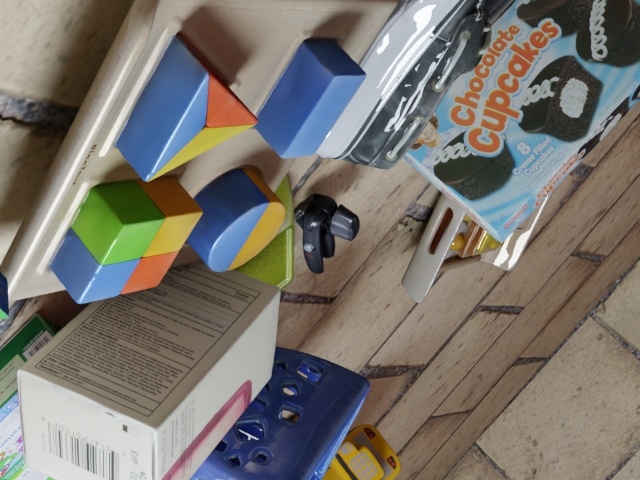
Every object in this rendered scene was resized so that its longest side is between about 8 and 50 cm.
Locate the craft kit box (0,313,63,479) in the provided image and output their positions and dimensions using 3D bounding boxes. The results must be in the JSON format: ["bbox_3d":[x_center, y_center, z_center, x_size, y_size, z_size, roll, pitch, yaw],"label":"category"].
[{"bbox_3d":[-0.315,0.207,1.193,0.250,0.061,0.246,-44,156,-5],"label":"craft kit box"}]

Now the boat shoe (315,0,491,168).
[{"bbox_3d":[0.103,-0.208,1.100,0.119,0.121,0.335,16,128,-29],"label":"boat shoe"}]

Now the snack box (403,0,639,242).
[{"bbox_3d":[0.257,-0.176,1.384,0.322,0.187,0.060,-47,158,0],"label":"snack box"}]

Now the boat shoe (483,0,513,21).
[{"bbox_3d":[0.153,-0.252,1.185,0.335,0.095,0.112,-51,158,12],"label":"boat shoe"}]

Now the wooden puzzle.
[{"bbox_3d":[-0.089,-0.069,0.976,0.348,0.080,0.322,-19,149,-54],"label":"wooden puzzle"}]

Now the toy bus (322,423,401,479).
[{"bbox_3d":[0.038,0.400,1.969,0.130,0.108,0.332,-34,174,-23],"label":"toy bus"}]

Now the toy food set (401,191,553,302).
[{"bbox_3d":[0.256,-0.028,1.719,0.306,0.092,0.219,-11,129,-54],"label":"toy food set"}]

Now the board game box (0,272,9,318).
[{"bbox_3d":[-0.316,0.017,0.794,0.136,0.035,0.201,-11,156,3],"label":"board game box"}]

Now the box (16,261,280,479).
[{"bbox_3d":[-0.158,0.128,1.101,0.232,0.149,0.126,-48,151,-49],"label":"box"}]

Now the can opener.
[{"bbox_3d":[0.000,0.000,1.402,0.059,0.073,0.186,-47,169,-20],"label":"can opener"}]

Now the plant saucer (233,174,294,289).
[{"bbox_3d":[-0.094,0.037,1.309,0.188,0.045,0.188,-37,157,-21],"label":"plant saucer"}]

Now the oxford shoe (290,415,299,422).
[{"bbox_3d":[-0.035,0.320,1.907,0.076,0.076,0.212,-25,-179,43],"label":"oxford shoe"}]

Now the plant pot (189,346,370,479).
[{"bbox_3d":[-0.102,0.252,1.394,0.236,0.212,0.236,-50,167,-44],"label":"plant pot"}]
